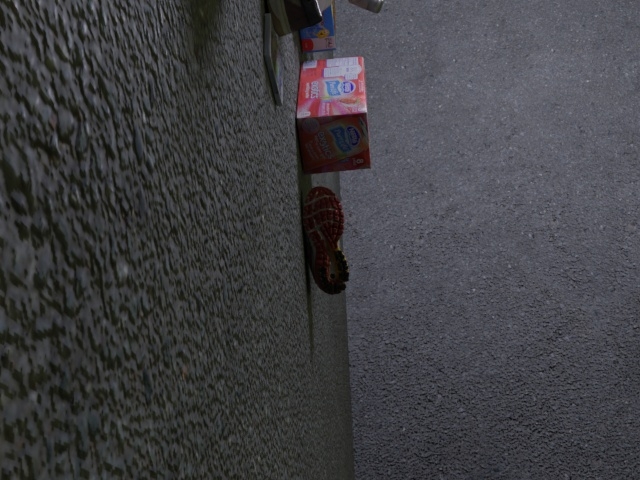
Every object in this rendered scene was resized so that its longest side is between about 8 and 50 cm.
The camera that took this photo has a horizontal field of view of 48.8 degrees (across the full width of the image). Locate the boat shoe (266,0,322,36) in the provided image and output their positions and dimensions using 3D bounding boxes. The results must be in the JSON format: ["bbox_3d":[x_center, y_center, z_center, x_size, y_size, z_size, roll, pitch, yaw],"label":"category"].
[{"bbox_3d":[-0.045,-0.476,1.151,0.103,0.092,0.285,53,32,-80],"label":"boat shoe"}]

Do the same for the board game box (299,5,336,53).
[{"bbox_3d":[-0.019,-0.670,1.725,0.308,0.086,0.302,-90,173,-45],"label":"board game box"}]

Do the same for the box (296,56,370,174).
[{"bbox_3d":[0.033,-0.290,1.595,0.300,0.154,0.142,-90,174,-53],"label":"box"}]

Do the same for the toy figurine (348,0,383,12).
[{"bbox_3d":[0.124,-0.714,1.804,0.213,0.148,0.209,-58,168,-18],"label":"toy figurine"}]

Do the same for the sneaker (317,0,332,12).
[{"bbox_3d":[-0.040,-0.568,1.519,0.094,0.080,0.212,-50,141,-18],"label":"sneaker"}]

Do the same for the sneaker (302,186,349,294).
[{"bbox_3d":[0.000,0.000,1.469,0.092,0.088,0.225,174,-88,-74],"label":"sneaker"}]

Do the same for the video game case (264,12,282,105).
[{"bbox_3d":[-0.074,-0.286,1.124,0.122,0.011,0.087,78,9,-62],"label":"video game case"}]
